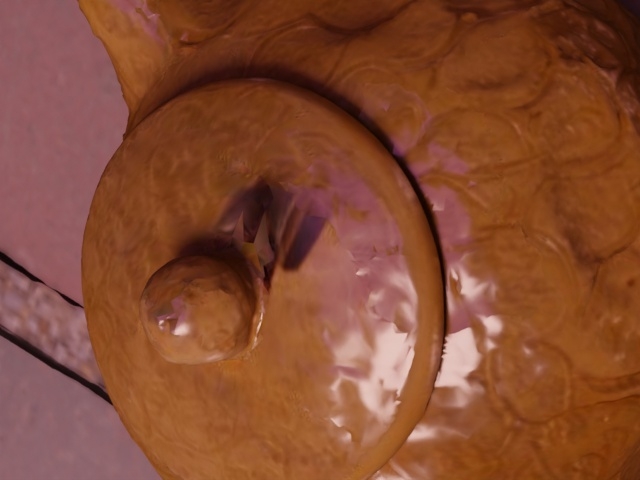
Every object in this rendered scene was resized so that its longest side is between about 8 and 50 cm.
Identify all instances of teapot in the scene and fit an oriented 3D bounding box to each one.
[{"bbox_3d":[0.000,0.000,0.545,0.203,0.167,0.311,-38,74,32],"label":"teapot"}]
